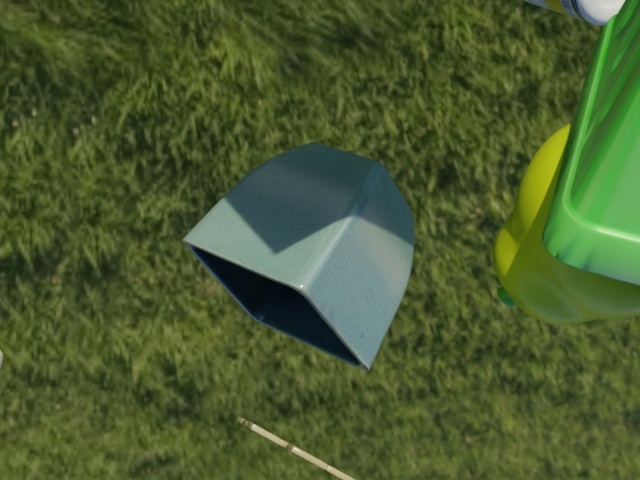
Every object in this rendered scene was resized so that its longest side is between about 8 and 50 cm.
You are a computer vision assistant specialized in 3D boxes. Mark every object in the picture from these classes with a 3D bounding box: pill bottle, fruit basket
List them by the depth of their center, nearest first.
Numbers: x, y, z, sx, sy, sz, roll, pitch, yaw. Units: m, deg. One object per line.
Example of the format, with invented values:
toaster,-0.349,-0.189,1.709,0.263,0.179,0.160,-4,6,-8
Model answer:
fruit basket,0.300,-0.050,0.916,0.283,0.392,0.392,15,140,11
pill bottle,0.290,-0.329,1.362,0.103,0.184,0.103,-16,121,-28

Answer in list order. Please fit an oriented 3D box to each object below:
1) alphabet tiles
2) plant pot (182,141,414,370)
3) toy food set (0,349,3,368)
alphabet tiles,0.030,0.361,1.747,0.343,0.011,0.285,30,171,-7
plant pot,0.000,0.000,1.695,0.252,0.247,0.248,-56,140,-17
toy food set,-0.428,0.111,0.866,0.220,0.306,0.092,21,117,21
